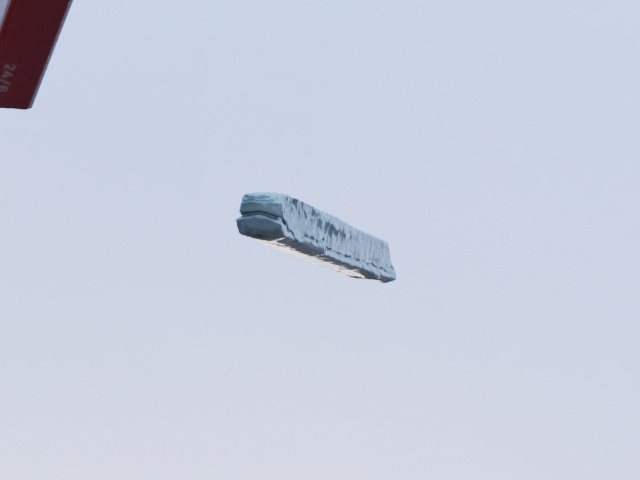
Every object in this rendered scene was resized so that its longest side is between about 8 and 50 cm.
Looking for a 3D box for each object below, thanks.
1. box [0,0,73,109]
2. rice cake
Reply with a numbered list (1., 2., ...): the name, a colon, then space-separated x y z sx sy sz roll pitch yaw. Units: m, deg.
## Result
1. box: -0.201 -0.212 1.252 0.050 0.123 0.229 2 -47 -32
2. rice cake: 0.001 0.000 1.062 0.033 0.029 0.171 1 -11 24
